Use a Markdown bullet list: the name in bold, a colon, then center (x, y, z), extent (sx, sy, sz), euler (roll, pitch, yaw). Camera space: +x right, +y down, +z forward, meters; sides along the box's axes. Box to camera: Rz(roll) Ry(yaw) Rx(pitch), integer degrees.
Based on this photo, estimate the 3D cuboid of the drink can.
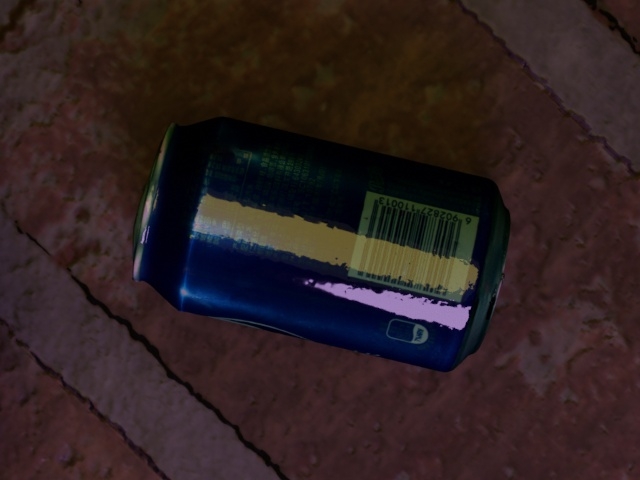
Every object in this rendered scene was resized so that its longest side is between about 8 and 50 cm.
- **drink can**: center (0.000, 0.000, 0.983), extent (0.205, 0.118, 0.118), euler (15, 89, -1)
